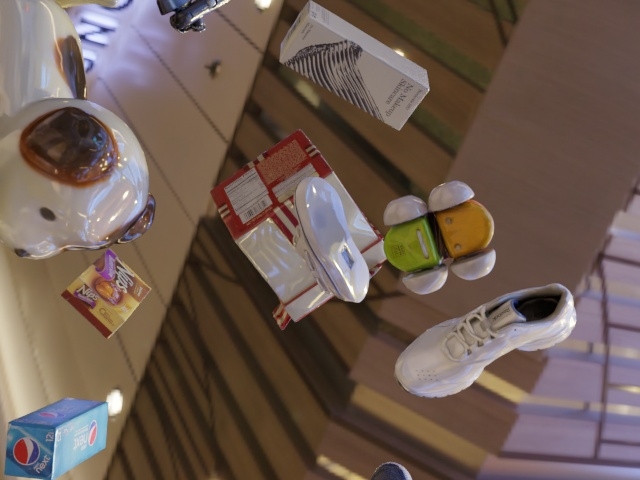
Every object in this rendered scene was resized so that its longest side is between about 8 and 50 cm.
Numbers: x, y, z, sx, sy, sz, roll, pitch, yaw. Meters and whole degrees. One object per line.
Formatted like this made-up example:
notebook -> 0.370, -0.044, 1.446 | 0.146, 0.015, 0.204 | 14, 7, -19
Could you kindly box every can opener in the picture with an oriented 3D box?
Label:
can opener -> -0.166, -0.367, 1.538 | 0.059, 0.186, 0.073 | 4, -60, 42

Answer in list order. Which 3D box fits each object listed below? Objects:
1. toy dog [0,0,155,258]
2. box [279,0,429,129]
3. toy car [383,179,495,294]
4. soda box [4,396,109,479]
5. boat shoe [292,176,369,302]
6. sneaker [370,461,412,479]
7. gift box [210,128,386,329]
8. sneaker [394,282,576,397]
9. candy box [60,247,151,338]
toy dog -> -0.381, -0.140, 1.330 | 0.408, 0.395, 0.284 | 49, -20, 30
box -> 0.065, -0.332, 1.925 | 0.113, 0.275, 0.094 | -55, -163, 28
toy car -> 0.193, -0.010, 1.646 | 0.136, 0.182, 0.159 | -48, 119, -75
soda box -> -0.355, 0.266, 1.378 | 0.210, 0.067, 0.071 | 1, 94, -83
boat shoe -> 0.000, 0.000, 1.654 | 0.088, 0.267, 0.096 | 5, -125, 30
sneaker -> 0.083, 0.497, 1.712 | 0.099, 0.153, 0.282 | -3, -121, 30
gift box -> -0.037, -0.007, 1.903 | 0.255, 0.258, 0.276 | -33, -146, 5
sneaker -> 0.243, 0.135, 1.508 | 0.111, 0.297, 0.129 | 61, -5, 24
candy box -> -0.368, 0.089, 1.752 | 0.053, 0.109, 0.187 | -43, -173, 14
